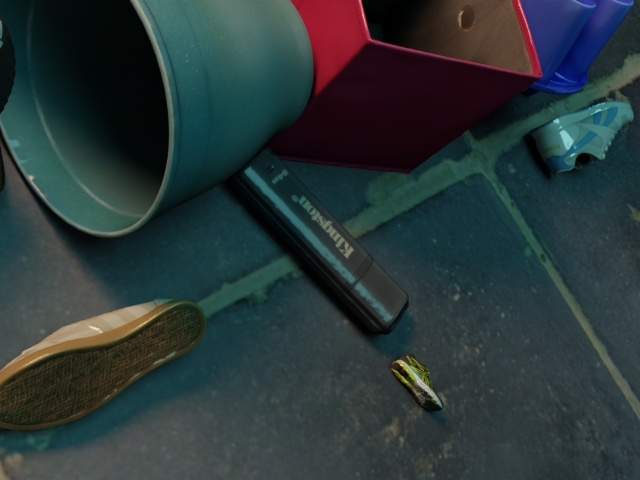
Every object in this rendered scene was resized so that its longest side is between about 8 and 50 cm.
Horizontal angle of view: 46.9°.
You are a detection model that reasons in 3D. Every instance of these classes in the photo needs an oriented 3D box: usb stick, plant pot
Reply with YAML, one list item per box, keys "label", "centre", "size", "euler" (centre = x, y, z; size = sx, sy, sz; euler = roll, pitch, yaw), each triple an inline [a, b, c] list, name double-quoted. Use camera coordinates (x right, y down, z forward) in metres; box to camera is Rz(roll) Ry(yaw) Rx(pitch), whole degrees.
- label: "usb stick"
  centre: [0.000, 0.000, 0.896]
  size: [0.278, 0.045, 0.077]
  euler: [47, 53, -5]
- label: "plant pot"
  centre: [-0.151, -0.171, 0.754]
  size: [0.255, 0.272, 0.271]
  euler: [-28, 85, -47]

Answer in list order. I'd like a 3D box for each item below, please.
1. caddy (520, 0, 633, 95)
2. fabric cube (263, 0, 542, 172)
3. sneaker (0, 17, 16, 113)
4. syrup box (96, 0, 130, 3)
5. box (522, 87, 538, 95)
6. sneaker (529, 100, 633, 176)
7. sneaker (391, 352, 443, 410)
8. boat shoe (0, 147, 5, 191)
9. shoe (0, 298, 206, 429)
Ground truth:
- label: "caddy"
  centre: [0.278, -0.359, 1.082]
  size: [0.241, 0.179, 0.341]
  euler: [-17, 62, -41]
- label: "fabric cube"
  centre: [0.070, -0.261, 0.925]
  size: [0.254, 0.258, 0.259]
  euler: [1, 69, -31]
- label: "sneaker"
  centre: [-0.471, -0.045, 0.583]
  size: [0.257, 0.169, 0.447]
  euler: [24, 70, 16]
- label: "syrup box"
  centre: [-0.289, -0.353, 0.843]
  size: [0.096, 0.093, 0.237]
  euler: [-14, 77, -35]
- label: "box"
  centre: [0.329, -0.332, 1.236]
  size: [0.137, 0.072, 0.126]
  euler: [24, 59, -21]
- label: "sneaker"
  centre: [0.447, -0.173, 1.239]
  size: [0.229, 0.087, 0.092]
  euler: [-21, 88, -30]
- label: "sneaker"
  centre: [0.126, 0.172, 0.905]
  size: [0.083, 0.031, 0.035]
  euler: [50, 52, -4]
- label: "boat shoe"
  centre: [-0.377, -0.152, 0.709]
  size: [0.095, 0.095, 0.257]
  euler: [-15, 71, -22]
- label: "shoe"
  centre: [-0.215, 0.113, 0.709]
  size: [0.219, 0.058, 0.076]
  euler: [-22, 112, -33]
